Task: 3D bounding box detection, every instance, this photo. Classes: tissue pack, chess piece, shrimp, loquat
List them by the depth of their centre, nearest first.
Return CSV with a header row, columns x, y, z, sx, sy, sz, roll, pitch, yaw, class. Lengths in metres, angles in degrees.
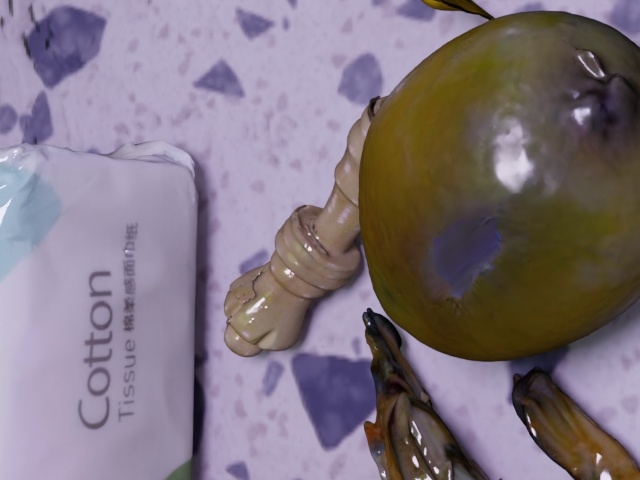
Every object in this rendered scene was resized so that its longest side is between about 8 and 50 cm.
x,y,z,sx,sy,sz,roll,pitch,yaw,class
0.091,-0.020,0.867,0.152,0.152,0.195,62,140,20,loquat
0.098,0.135,0.913,0.145,0.059,0.254,-26,75,31,shrimp
0.001,0.000,0.990,0.172,0.060,0.060,-49,63,29,chess piece
-0.216,0.118,1.064,0.266,0.194,0.356,2,91,36,tissue pack

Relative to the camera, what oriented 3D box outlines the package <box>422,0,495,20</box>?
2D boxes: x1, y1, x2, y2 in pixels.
x,y,z,sx,sy,sz,roll,pitch,yaw,class
0.050,-0.174,0.942,0.047,0.071,0.131,-11,84,35,package
